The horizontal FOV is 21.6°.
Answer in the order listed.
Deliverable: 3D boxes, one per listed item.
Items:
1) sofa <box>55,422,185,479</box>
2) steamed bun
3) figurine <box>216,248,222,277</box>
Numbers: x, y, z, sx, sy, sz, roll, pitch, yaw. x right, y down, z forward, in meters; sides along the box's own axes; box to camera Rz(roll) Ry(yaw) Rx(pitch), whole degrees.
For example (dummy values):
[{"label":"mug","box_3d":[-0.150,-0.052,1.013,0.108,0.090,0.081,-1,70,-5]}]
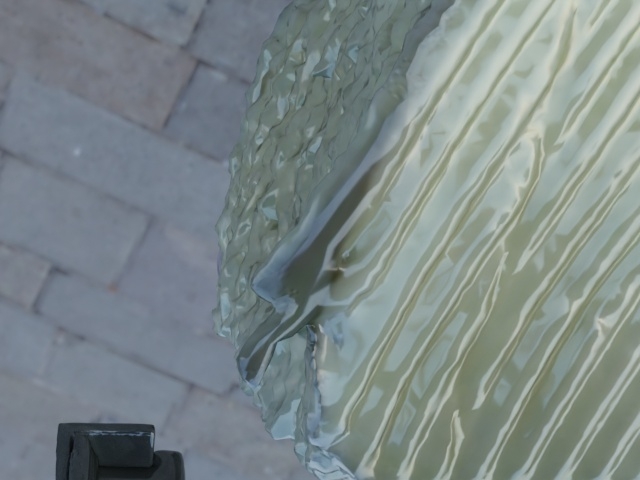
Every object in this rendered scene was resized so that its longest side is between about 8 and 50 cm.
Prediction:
[{"label":"sofa","box_3d":[-0.122,0.179,1.023,0.085,0.147,0.060,4,136,-9]},{"label":"steamed bun","box_3d":[0.078,-0.045,0.733,0.274,0.290,0.272,17,-163,-25]},{"label":"figurine","box_3d":[0.000,0.000,1.116,0.137,0.112,0.229,42,117,18]}]
